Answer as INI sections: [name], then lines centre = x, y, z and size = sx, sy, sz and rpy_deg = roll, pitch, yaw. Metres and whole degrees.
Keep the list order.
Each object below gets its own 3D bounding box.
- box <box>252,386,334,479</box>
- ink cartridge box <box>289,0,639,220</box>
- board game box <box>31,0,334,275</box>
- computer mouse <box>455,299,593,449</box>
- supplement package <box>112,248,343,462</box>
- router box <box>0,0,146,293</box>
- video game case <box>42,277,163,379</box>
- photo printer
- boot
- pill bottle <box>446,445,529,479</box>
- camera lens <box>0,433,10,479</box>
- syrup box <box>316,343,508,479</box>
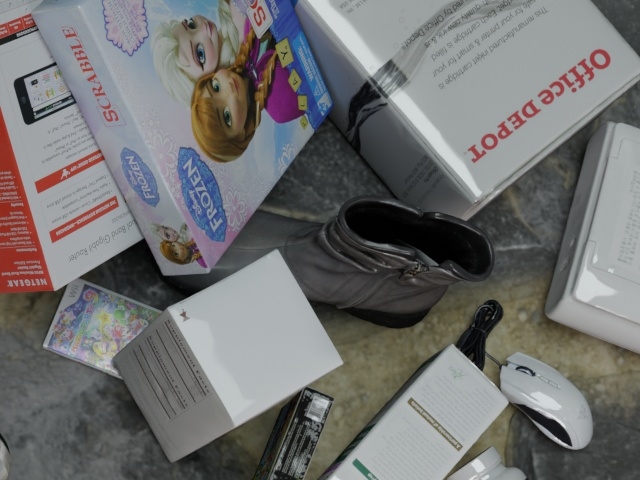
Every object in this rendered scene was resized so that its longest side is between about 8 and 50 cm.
[box]
centre = -0.050, 0.262, 1.804
size = 0.036, 0.114, 0.207
rpy_deg = 25, 68, -6
[ink cartridge box]
centre = 0.130, -0.240, 1.985
size = 0.285, 0.166, 0.395
rpy_deg = -37, 84, -21
[board game box]
centre = -0.128, -0.183, 1.785
size = 0.318, 0.066, 0.319
rpy_deg = -56, 132, -43
[computer mouse]
centre = 0.240, 0.157, 1.943
size = 0.193, 0.042, 0.106
rpy_deg = 39, 48, -3
[supplement package]
centre = -0.100, 0.123, 1.757
size = 0.139, 0.244, 0.134
rpy_deg = -29, 86, -24
[router box]
centre = -0.238, -0.145, 1.752
size = 0.335, 0.082, 0.301
rpy_deg = -34, 115, -53
[video game case]
centre = -0.229, 0.099, 1.865
size = 0.122, 0.011, 0.087
rpy_deg = 22, 69, -7
[photo printer]
centre = 0.436, 0.026, 2.012
size = 0.307, 0.107, 0.256
rpy_deg = 20, 69, -8
[boot]
centre = 0.000, 0.000, 1.843
size = 0.338, 0.223, 0.118
rpy_deg = 6, 72, -13
[pill bottle]
centre = 0.205, 0.304, 1.873
size = 0.086, 0.086, 0.152
rpy_deg = -32, 82, -22
[camera lens]
centre = -0.451, 0.242, 1.648
size = 0.219, 0.219, 0.274
rpy_deg = 38, 68, -1
[syrup box]
centre = 0.087, 0.232, 1.860
size = 0.096, 0.093, 0.237
rpy_deg = 45, 68, 2
